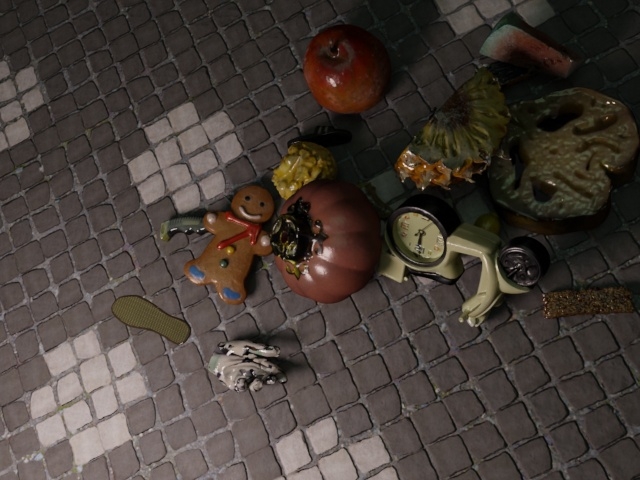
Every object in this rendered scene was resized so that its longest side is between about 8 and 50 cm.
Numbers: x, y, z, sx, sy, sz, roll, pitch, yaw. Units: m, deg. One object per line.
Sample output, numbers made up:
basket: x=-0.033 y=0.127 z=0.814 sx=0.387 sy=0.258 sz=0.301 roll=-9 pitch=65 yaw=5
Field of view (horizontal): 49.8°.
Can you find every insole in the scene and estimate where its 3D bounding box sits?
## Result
insole: x=-0.458 y=0.210 z=1.857 sx=0.253 sy=0.005 sz=0.086 roll=20 pitch=79 yaw=19

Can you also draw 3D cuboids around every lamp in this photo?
lamp: x=0.000 y=0.000 z=1.658 sx=0.305 sy=0.240 sz=0.305 roll=-4 pitch=85 yaw=48

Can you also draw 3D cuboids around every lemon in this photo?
lemon: x=0.408 y=-0.034 z=1.688 sx=0.062 sy=0.062 sz=0.083 roll=31 pitch=95 yaw=20

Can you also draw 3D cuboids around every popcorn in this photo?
popcorn: x=-0.045 y=-0.177 z=1.808 sx=0.170 sy=0.180 sz=0.180 roll=26 pitch=79 yaw=-13

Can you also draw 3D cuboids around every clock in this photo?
clock: x=0.317 y=0.051 z=1.593 sx=0.379 sy=0.276 sz=0.120 roll=29 pitch=44 yaw=24

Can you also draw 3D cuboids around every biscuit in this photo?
biscuit: x=-0.222 y=-0.007 z=1.812 sx=0.205 sy=0.049 sz=0.324 roll=28 pitch=71 yaw=2
biscuit: x=0.616 y=0.144 z=1.596 sx=0.199 sy=0.034 sz=0.064 roll=-5 pitch=71 yaw=12

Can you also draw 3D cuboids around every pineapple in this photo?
pineapple: x=0.328 y=-0.212 z=1.684 sx=0.209 sy=0.286 sz=0.344 roll=41 pitch=70 yaw=3

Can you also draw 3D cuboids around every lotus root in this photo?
lotus root: x=0.570 y=-0.204 z=1.682 sx=0.390 sy=0.111 sz=0.375 roll=-47 pitch=67 yaw=0

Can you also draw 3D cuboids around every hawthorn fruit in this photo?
hawthorn fruit: x=0.062 y=-0.469 z=1.829 sx=0.235 sy=0.263 sz=0.231 roll=14 pitch=52 yaw=44

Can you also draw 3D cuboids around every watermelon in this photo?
watermelon: x=0.534 y=-0.476 z=1.696 sx=0.241 sy=0.154 sz=0.094 roll=27 pitch=82 yaw=-1

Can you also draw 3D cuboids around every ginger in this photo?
ginger: x=0.132 y=-0.106 z=1.792 sx=0.057 sy=0.044 sz=0.137 roll=-31 pitch=69 yaw=-17

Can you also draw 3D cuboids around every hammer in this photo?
hammer: x=-0.326 y=-0.040 z=1.884 sx=0.226 sy=0.041 sz=0.158 roll=-4 pitch=72 yaw=13

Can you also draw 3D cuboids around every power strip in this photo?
power strip: x=0.323 y=-0.034 z=1.717 sx=0.030 sy=0.047 sz=0.191 roll=-7 pitch=72 yaw=18

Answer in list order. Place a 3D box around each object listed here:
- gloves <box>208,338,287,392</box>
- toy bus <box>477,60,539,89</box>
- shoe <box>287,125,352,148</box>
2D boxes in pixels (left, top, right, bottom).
gloves: x=-0.170 y=0.318 z=1.702 sx=0.212 sy=0.111 sz=0.127 roll=19 pitch=54 yaw=22
toy bus: x=0.487 y=-0.436 z=1.789 sx=0.162 sy=0.074 sz=0.069 roll=-22 pitch=77 yaw=4
shoe: x=-0.005 y=-0.286 z=1.869 sx=0.179 sy=0.071 sz=0.049 roll=-10 pitch=67 yaw=15
